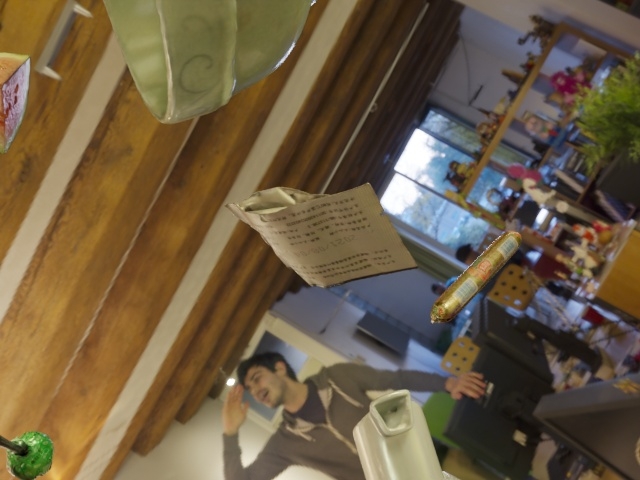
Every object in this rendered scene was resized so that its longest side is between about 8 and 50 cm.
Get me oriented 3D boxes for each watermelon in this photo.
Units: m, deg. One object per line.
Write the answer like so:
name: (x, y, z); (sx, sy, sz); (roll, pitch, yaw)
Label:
watermelon: (-0.607, -0.263, 1.028); (0.137, 0.145, 0.193); (151, 128, -72)

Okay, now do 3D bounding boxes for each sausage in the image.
sausage: (0.094, 0.020, 0.350); (0.100, 0.015, 0.015); (-37, -21, -35)

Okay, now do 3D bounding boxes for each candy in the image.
candy: (-0.563, 0.382, 1.089); (0.097, 0.097, 0.323); (-55, -6, -28)

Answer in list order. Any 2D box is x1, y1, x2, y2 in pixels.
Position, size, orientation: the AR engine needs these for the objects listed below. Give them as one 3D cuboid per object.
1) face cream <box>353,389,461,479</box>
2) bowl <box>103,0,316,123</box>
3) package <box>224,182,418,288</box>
face cream: (0.109, 0.314, 0.543); (0.145, 0.370, 0.145); (-15, -5, -1)
bowl: (-0.096, -0.253, 0.447); (0.163, 0.307, 0.307); (-17, -27, -18)
package: (0.000, 0.000, 0.907); (0.204, 0.250, 0.062); (50, -132, -43)
